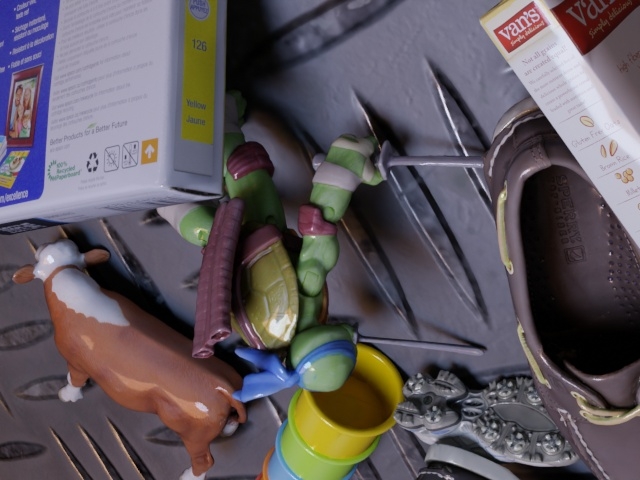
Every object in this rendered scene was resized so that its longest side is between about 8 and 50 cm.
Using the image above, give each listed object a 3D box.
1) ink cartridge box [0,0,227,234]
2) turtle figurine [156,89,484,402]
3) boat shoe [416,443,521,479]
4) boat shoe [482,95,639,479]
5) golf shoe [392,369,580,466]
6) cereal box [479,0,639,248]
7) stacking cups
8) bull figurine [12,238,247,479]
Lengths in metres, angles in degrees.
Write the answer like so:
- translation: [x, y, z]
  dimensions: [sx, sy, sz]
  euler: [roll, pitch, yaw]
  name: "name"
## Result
- translation: [-0.190, -0.170, 0.918]
  dimensions: [0.304, 0.072, 0.307]
  euler: [-7, 77, 46]
  name: "ink cartridge box"
- translation: [0.000, 0.000, 0.911]
  dimensions: [0.266, 0.275, 0.197]
  euler: [48, 169, 34]
  name: "turtle figurine"
- translation: [0.181, 0.244, 0.919]
  dimensions: [0.228, 0.068, 0.081]
  euler: [23, 159, 9]
  name: "boat shoe"
- translation: [0.189, 0.063, 0.761]
  dimensions: [0.117, 0.096, 0.324]
  euler: [-13, 113, 18]
  name: "boat shoe"
- translation: [0.150, 0.157, 0.940]
  dimensions: [0.176, 0.069, 0.086]
  euler: [9, 149, 41]
  name: "golf shoe"
- translation: [0.207, -0.063, 0.603]
  dimensions: [0.240, 0.173, 0.047]
  euler: [53, 141, -6]
  name: "cereal box"
- translation: [-0.014, 0.221, 1.104]
  dimensions: [0.096, 0.096, 0.316]
  euler: [40, 140, 12]
  name: "stacking cups"
- translation: [-0.207, 0.127, 1.212]
  dimensions: [0.310, 0.101, 0.188]
  euler: [34, 143, 22]
  name: "bull figurine"
